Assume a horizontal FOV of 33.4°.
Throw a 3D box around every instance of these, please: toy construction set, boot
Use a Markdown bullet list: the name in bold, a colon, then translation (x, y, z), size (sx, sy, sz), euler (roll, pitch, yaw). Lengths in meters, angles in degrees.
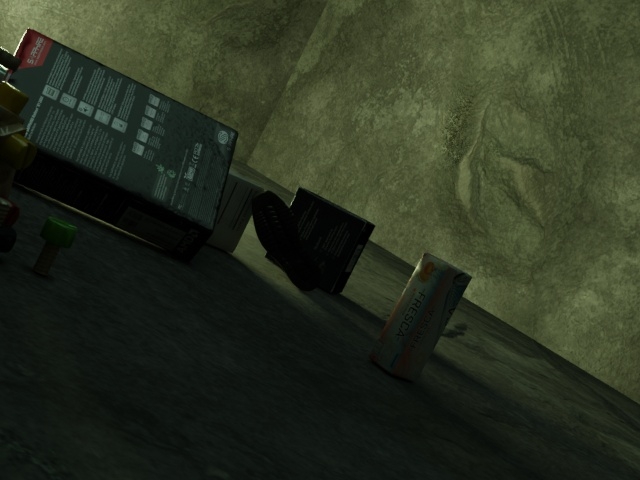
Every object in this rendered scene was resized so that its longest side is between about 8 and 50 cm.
- **toy construction set**: translation (-0.403, -0.152, 1.142), size (0.257, 0.237, 0.308), euler (22, 7, -46)
- **boot**: translation (-0.080, -0.003, 1.946), size (0.198, 0.076, 0.137), euler (65, -11, -15)

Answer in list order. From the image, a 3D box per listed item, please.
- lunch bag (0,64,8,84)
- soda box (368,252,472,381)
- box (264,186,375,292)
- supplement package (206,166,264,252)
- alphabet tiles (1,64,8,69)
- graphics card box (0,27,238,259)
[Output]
- **lunch bag**: translation (-0.600, -0.270, 1.836), size (0.224, 0.108, 0.279), euler (29, -3, -10)
- **soda box**: translation (0.148, 0.115, 1.580), size (0.063, 0.183, 0.058), euler (23, 6, -44)
- **box**: translation (0.000, 0.000, 2.101), size (0.158, 0.156, 0.093), euler (28, 5, 14)
- **supplement package**: translation (-0.248, -0.092, 1.883), size (0.244, 0.134, 0.139), euler (23, 7, -37)
- **alphabet tiles**: translation (-0.626, -0.341, 1.998), size (0.342, 0.011, 0.285), euler (34, -6, -40)
- **graphics card box**: translation (-0.322, -0.147, 1.641), size (0.370, 0.094, 0.233), euler (24, 47, -18)
